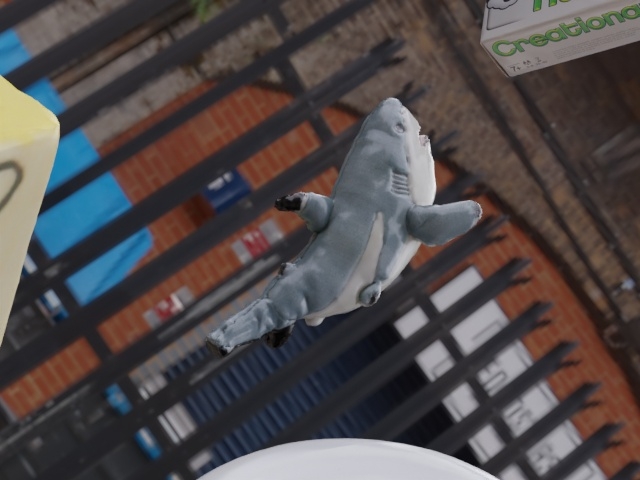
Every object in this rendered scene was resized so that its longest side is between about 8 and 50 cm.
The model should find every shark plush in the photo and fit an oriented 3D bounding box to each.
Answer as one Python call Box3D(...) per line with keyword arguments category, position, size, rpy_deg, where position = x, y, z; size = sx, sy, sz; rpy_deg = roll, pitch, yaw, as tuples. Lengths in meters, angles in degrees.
Box3D(category="shark plush", position=(0.000, 0.000, 0.583), size=(0.067, 0.161, 0.073), rpy_deg=(56, -19, -16))

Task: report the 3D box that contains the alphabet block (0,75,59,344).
Box3D(category="alphabet block", position=(-0.262, 0.000, 0.534), size=(0.193, 0.192, 0.197), rpy_deg=(33, -62, 19))

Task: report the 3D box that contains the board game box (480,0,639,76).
Box3D(category="board game box", position=(0.265, -0.241, 0.853), size=(0.305, 0.193, 0.053), rpy_deg=(-13, -36, 36))

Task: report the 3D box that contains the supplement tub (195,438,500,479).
Box3D(category="supplement tub", position=(0.004, 0.260, 0.508), size=(0.193, 0.193, 0.316), rpy_deg=(41, -47, 44))
